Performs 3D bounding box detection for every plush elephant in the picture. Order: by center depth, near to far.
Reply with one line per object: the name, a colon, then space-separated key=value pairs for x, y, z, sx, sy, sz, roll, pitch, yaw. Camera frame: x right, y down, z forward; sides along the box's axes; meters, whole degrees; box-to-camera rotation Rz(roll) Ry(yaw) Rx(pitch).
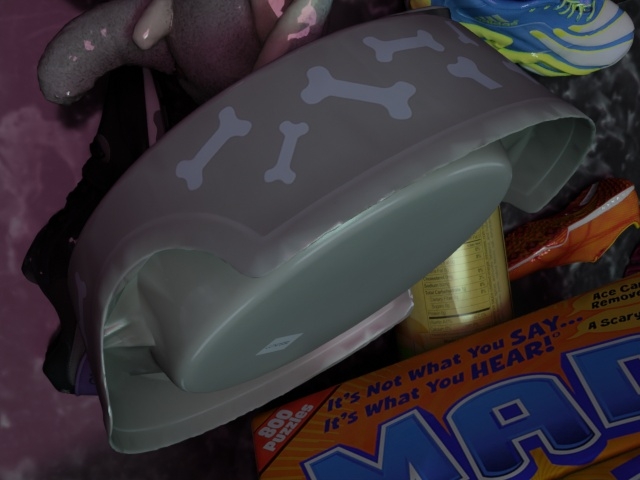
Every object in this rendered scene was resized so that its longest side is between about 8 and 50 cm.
plush elephant: x=-0.095 y=-0.192 z=0.528 sx=0.329 sy=0.272 sz=0.256 roll=-4 pitch=90 yaw=-4

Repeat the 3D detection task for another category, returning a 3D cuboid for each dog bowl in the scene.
dog bowl: x=0.000 y=0.000 z=0.519 sx=0.348 sy=0.349 sz=0.102 roll=-30 pitch=73 yaw=-12

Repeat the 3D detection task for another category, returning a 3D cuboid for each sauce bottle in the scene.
sauce bottle: x=0.104 y=-0.026 z=0.709 sx=0.111 sy=0.111 sz=0.345 roll=-11 pitch=99 yaw=-15

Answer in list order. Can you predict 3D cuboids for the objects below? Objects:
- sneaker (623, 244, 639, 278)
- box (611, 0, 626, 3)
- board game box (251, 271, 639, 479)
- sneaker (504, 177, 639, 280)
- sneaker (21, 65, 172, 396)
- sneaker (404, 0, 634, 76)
sneaker: x=0.404 y=0.008 z=0.806 sx=0.111 sy=0.103 sz=0.252 roll=33 pitch=86 yaw=-14
box: x=0.305 y=-0.356 z=0.714 sx=0.167 sy=0.168 sz=0.203 roll=34 pitch=84 yaw=-15
board game box: x=0.190 y=0.299 z=0.565 sx=0.356 sy=0.356 sz=0.356 roll=-20 pitch=115 yaw=-2
sneaker: x=0.243 y=0.003 z=0.782 sx=0.175 sy=0.064 sz=0.067 roll=-26 pitch=111 yaw=-10
sneaker: x=-0.178 y=-0.010 z=0.641 sx=0.124 sy=0.107 sz=0.283 roll=-2 pitch=95 yaw=-10
sneaker: x=0.200 y=-0.204 z=0.718 sx=0.240 sy=0.126 sz=0.091 roll=5 pitch=93 yaw=-16
